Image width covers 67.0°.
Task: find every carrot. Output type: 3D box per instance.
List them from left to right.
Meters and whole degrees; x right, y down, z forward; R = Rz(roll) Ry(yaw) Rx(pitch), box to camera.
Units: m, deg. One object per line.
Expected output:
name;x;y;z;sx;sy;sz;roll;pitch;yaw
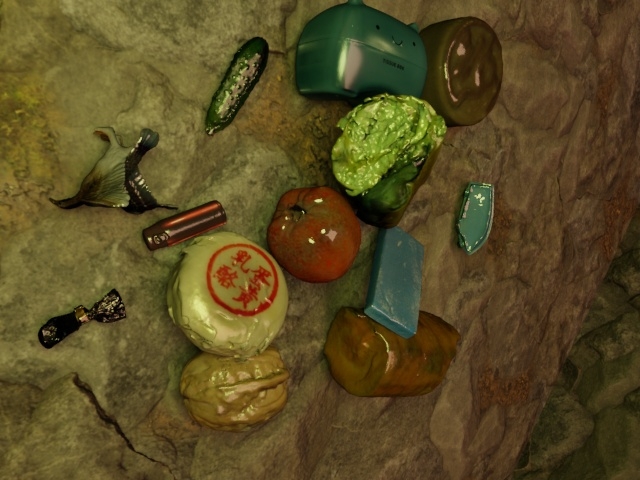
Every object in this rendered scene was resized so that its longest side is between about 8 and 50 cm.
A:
carrot;0.184;0.297;1.298;0.341;0.242;0.241;12;93;-37

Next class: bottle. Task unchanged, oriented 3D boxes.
bottle;-0.270;-0.028;0.957;0.164;0.060;0.060;-26;117;-31

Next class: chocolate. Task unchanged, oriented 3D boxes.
chocolate;-0.429;0.138;0.867;0.147;0.072;0.070;-17;100;-41

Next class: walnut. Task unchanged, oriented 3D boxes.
walnut;-0.178;0.309;1.039;0.245;0.198;0.198;-5;104;-37

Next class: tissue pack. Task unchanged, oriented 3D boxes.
tissue pack;0.096;-0.398;1.070;0.288;0.198;0.205;5;97;-38

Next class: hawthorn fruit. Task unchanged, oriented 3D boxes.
hawthorn fruit;0.000;0.000;1.107;0.210;0.211;0.262;-58;148;-12

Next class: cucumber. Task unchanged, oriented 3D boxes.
cucumber;-0.169;-0.308;0.968;0.069;0.069;0.227;32;85;-40

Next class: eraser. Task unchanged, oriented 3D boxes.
eraser;0.198;0.091;1.254;0.144;0.043;0.311;34;44;-17

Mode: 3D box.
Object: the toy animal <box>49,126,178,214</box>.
toy animal;-0.363;-0.110;0.835;0.272;0.197;0.160;56;36;-81

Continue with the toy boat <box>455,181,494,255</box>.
toy boat;0.497;-0.068;1.559;0.098;0.110;0.237;-17;116;-72

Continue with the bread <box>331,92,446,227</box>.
bread;0.145;-0.167;1.090;0.251;0.208;0.376;-54;168;1

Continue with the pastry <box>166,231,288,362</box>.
pastry;-0.181;0.109;0.966;0.265;0.133;0.264;15;63;-31

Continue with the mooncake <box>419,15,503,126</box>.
mooncake;0.370;-0.450;1.313;0.285;0.156;0.284;-11;108;-35
